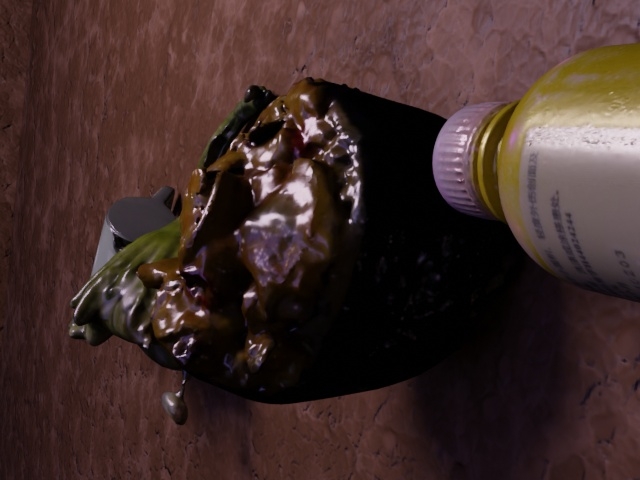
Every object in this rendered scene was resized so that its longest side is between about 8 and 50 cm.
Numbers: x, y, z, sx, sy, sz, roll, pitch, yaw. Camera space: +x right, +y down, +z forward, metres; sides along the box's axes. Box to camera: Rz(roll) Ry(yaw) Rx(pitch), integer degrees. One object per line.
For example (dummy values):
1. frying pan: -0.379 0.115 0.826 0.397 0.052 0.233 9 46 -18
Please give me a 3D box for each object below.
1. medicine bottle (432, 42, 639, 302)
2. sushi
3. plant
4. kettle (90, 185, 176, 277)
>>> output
1. medicine bottle: 0.143 -0.035 0.437 0.212 0.122 0.121 15 101 62
2. sushi: -0.003 -0.002 0.616 0.200 0.204 0.213 41 118 61
3. plant: -0.134 0.011 1.008 0.333 0.180 0.251 -55 20 -9
4. kettle: -0.232 0.022 1.144 0.098 0.127 0.148 45 133 28
